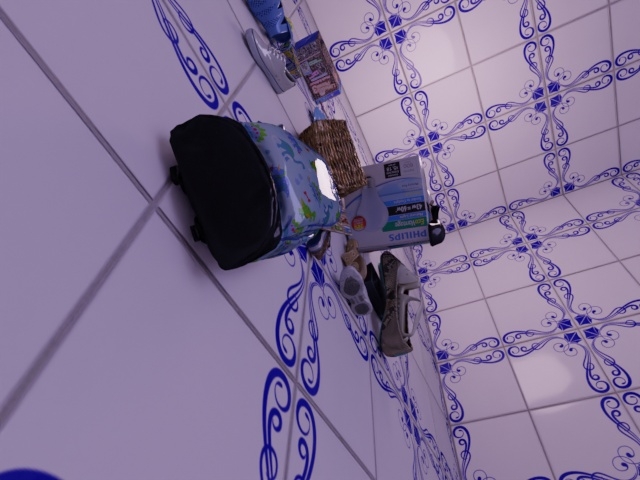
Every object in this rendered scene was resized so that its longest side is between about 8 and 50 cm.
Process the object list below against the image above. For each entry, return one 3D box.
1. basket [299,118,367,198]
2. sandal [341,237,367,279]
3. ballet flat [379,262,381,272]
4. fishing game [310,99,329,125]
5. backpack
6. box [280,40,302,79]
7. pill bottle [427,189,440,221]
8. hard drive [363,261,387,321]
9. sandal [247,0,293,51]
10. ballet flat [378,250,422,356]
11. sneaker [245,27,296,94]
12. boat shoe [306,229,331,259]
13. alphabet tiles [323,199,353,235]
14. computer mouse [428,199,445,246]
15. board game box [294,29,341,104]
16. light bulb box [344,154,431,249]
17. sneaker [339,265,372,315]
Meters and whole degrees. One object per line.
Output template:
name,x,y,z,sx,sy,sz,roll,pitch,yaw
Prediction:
basket,0.010,-0.304,1.672,0.213,0.223,0.300,-17,87,-40
sandal,0.114,0.068,1.656,0.079,0.088,0.240,25,31,-23
ballet flat,0.393,0.233,2.216,0.343,0.124,0.116,-90,155,-49
fishing game,0.002,-0.551,2.020,0.189,0.041,0.264,56,30,-38
backpack,-0.103,-0.094,0.873,0.355,0.273,0.291,49,17,-78
box,-0.130,-0.797,1.852,0.059,0.054,0.169,35,39,-62
pill bottle,0.390,-0.085,2.100,0.224,0.391,0.224,56,21,-36
hard drive,0.260,0.243,1.908,0.172,0.054,0.255,-79,145,-60
sandal,-0.185,-0.871,1.656,0.317,0.126,0.138,26,51,-65
ballet flat,0.351,0.254,1.788,0.164,0.181,0.484,37,49,-43
sneaker,-0.170,-0.645,1.485,0.258,0.091,0.094,50,26,-50
boat shoe,0.000,0.000,1.362,0.066,0.066,0.183,68,26,-24
alphabet tiles,0.004,-0.127,1.403,0.198,0.009,0.238,12,49,-35
computer mouse,0.479,-0.076,1.714,0.262,0.060,0.184,-17,100,-70
board game box,-0.013,-0.908,2.195,0.291,0.141,0.232,59,20,-32
light bulb box,0.302,-0.148,1.870,0.225,0.357,0.362,13,69,-69
sneaker,0.120,0.168,1.525,0.115,0.090,0.232,-98,170,-53
